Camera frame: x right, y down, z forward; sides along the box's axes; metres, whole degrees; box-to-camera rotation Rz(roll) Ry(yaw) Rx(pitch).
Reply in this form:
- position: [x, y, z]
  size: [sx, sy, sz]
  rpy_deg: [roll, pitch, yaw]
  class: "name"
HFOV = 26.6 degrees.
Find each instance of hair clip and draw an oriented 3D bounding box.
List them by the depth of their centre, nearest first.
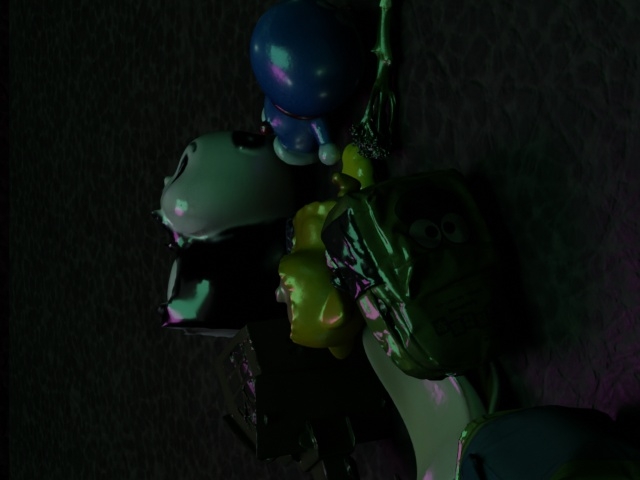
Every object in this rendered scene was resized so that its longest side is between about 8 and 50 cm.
- position: [0.146, 0.189, 1.686]
  size: [0.282, 0.113, 0.172]
  rpy_deg: [64, 145, 25]
  class: "hair clip"
- position: [0.068, -0.063, 1.839]
  size: [0.173, 0.046, 0.072]
  rpy_deg: [66, 147, 32]
  class: "hair clip"

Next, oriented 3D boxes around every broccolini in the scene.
- position: [0.073, -0.216, 1.796]
  size: [0.058, 0.067, 0.216]
  rpy_deg: [4, 100, 22]
  class: "broccolini"

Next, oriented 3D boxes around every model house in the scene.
- position: [-0.019, 0.251, 1.873]
  size: [0.204, 0.211, 0.243]
  rpy_deg: [-55, 48, 51]
  class: "model house"

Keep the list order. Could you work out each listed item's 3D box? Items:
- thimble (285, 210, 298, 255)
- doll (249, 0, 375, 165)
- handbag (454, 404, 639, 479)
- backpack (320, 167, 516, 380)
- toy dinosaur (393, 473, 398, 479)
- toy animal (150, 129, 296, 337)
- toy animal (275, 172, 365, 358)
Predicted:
- position: [0.000, 0.001, 1.910]
  size: [0.104, 0.095, 0.066]
  rpy_deg: [-115, 19, -53]
  class: "thimble"
- position: [-0.016, -0.221, 1.886]
  size: [0.215, 0.161, 0.257]
  rpy_deg: [56, 158, 21]
  class: "doll"
- position: [0.249, 0.308, 1.353]
  size: [0.241, 0.222, 0.263]
  rpy_deg: [-151, 60, -76]
  class: "handbag"
- position: [0.122, 0.045, 1.600]
  size: [0.140, 0.207, 0.253]
  rpy_deg: [-44, 66, 55]
  class: "backpack"
- position: [0.116, 0.372, 1.839]
  size: [0.060, 0.029, 0.120]
  rpy_deg: [94, 155, -45]
  class: "toy dinosaur"
- position: [-0.128, -0.011, 2.029]
  size: [0.251, 0.251, 0.310]
  rpy_deg: [-11, 76, 61]
  class: "toy animal"
- position: [0.020, 0.029, 1.732]
  size: [0.156, 0.156, 0.230]
  rpy_deg: [-37, 39, 57]
  class: "toy animal"
